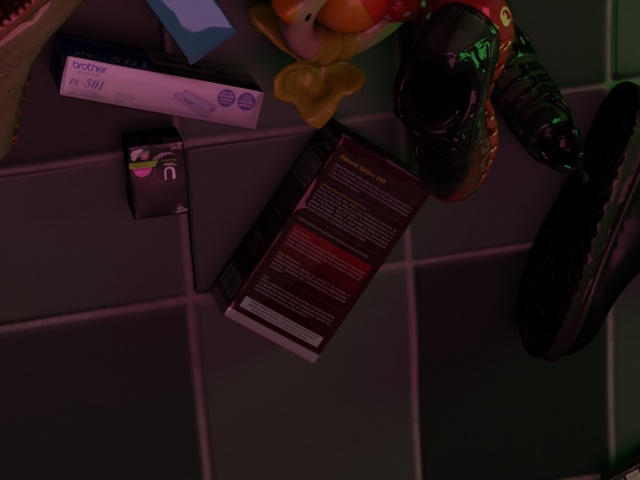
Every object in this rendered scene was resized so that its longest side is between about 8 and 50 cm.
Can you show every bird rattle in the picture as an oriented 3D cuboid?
[{"bbox_3d":[0.049,-0.235,1.853,0.253,0.143,0.207,-25,158,7],"label":"bird rattle"}]

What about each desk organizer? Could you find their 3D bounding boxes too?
[{"bbox_3d":[0.403,0.271,2.227,0.130,0.050,0.047,-27,115,-4],"label":"desk organizer"}]

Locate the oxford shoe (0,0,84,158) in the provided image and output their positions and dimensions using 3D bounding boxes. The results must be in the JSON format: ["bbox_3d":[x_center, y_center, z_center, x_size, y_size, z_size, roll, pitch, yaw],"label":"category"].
[{"bbox_3d":[-0.339,-0.159,1.836,0.348,0.123,0.130,-40,122,13],"label":"oxford shoe"}]

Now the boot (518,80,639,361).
[{"bbox_3d":[0.400,0.008,2.081,0.260,0.131,0.348,19,104,-21],"label":"boot"}]

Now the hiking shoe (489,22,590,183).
[{"bbox_3d":[0.224,-0.162,1.978,0.086,0.114,0.227,-42,115,3],"label":"hiking shoe"}]

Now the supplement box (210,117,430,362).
[{"bbox_3d":[0.000,0.000,2.003,0.130,0.073,0.239,30,101,-25],"label":"supplement box"}]

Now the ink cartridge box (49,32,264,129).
[{"bbox_3d":[-0.170,-0.165,1.881,0.207,0.097,0.046,9,108,-18],"label":"ink cartridge box"}]

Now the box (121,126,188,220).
[{"bbox_3d":[-0.176,-0.071,1.940,0.062,0.052,0.083,-7,113,-11],"label":"box"}]

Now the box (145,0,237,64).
[{"bbox_3d":[-0.181,-0.299,1.826,0.060,0.100,0.244,-35,115,2],"label":"box"}]

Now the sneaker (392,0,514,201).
[{"bbox_3d":[0.126,-0.130,1.862,0.097,0.135,0.276,23,139,17],"label":"sneaker"}]
